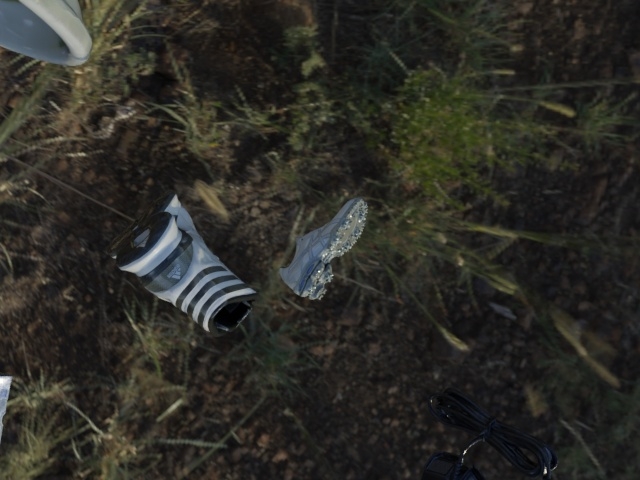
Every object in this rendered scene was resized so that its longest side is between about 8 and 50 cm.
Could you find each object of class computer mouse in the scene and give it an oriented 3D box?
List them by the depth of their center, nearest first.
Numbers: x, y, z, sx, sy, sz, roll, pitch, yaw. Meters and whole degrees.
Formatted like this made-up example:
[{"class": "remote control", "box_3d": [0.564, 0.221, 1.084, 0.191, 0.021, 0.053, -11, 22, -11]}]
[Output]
[{"class": "computer mouse", "box_3d": [0.182, 0.311, 1.031, 0.060, 0.184, 0.262, 2, 104, -45]}]

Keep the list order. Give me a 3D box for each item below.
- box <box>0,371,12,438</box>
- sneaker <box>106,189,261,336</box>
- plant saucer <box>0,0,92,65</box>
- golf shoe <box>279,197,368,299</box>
[{"class": "box", "box_3d": [-0.555, 0.224, 1.208, 0.163, 0.247, 0.142, 16, 82, -57]}, {"class": "sneaker", "box_3d": [-0.256, 0.061, 1.736, 0.169, 0.447, 0.257, -43, 105, 0]}, {"class": "plant saucer", "box_3d": [-0.361, -0.287, 0.769, 0.400, 0.400, 0.101, 28, 84, -29]}, {"class": "golf shoe", "box_3d": [0.000, 0.000, 1.401, 0.176, 0.086, 0.069, -56, 148, -5]}]
